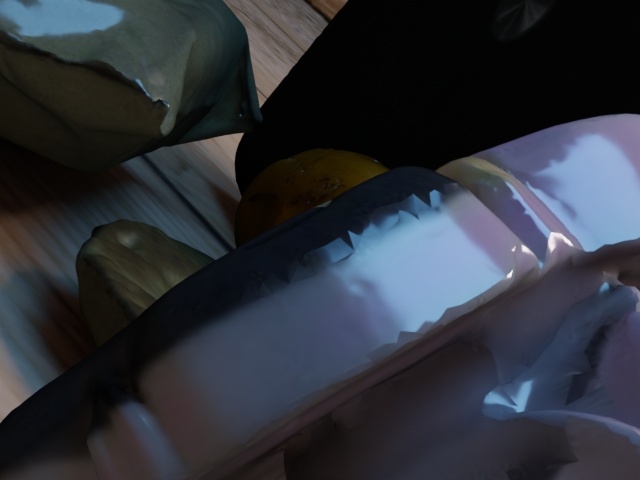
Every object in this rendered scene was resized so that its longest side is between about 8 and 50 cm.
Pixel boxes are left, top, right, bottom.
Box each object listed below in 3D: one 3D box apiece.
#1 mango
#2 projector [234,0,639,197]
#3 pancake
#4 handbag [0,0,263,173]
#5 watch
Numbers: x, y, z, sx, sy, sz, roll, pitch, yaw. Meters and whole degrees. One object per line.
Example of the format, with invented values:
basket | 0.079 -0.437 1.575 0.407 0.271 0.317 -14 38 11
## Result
mango | 0.000 0.000 0.798 0.063 0.077 0.127 8 7 -26
projector | 0.183 -0.054 1.005 0.242 0.395 0.405 35 10 -27
pancake | -0.007 0.071 0.722 0.222 0.042 0.236 39 6 -17
handbag | -0.147 -0.119 0.852 0.253 0.109 0.316 37 9 1
watch | 0.048 0.104 0.492 0.231 0.196 0.244 65 15 8
